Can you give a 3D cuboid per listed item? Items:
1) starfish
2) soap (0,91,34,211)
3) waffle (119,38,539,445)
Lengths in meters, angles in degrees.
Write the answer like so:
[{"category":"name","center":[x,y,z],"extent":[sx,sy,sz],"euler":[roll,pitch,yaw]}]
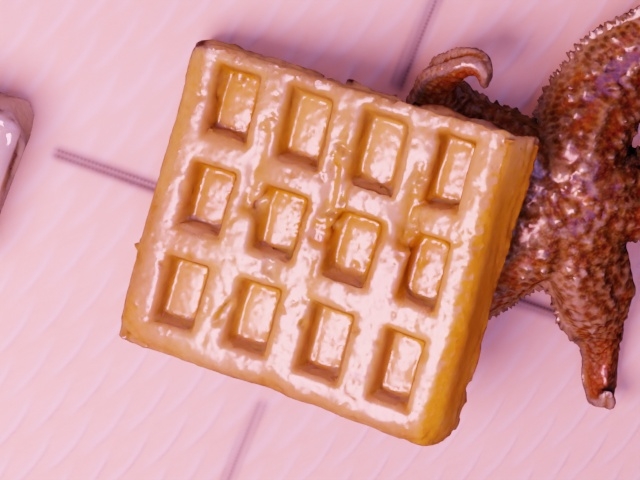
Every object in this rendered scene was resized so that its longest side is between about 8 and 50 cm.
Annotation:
[{"category":"starfish","center":[0.191,-0.016,1.182],"extent":[0.303,0.113,0.312],"euler":[0,108,4]},{"category":"soap","center":[-0.295,-0.064,1.122],"extent":[0.183,0.064,0.121],"euler":[20,101,-13]},{"category":"waffle","center":[0.000,0.000,1.140],"extent":[0.248,0.055,0.221],"euler":[18,100,14]}]
